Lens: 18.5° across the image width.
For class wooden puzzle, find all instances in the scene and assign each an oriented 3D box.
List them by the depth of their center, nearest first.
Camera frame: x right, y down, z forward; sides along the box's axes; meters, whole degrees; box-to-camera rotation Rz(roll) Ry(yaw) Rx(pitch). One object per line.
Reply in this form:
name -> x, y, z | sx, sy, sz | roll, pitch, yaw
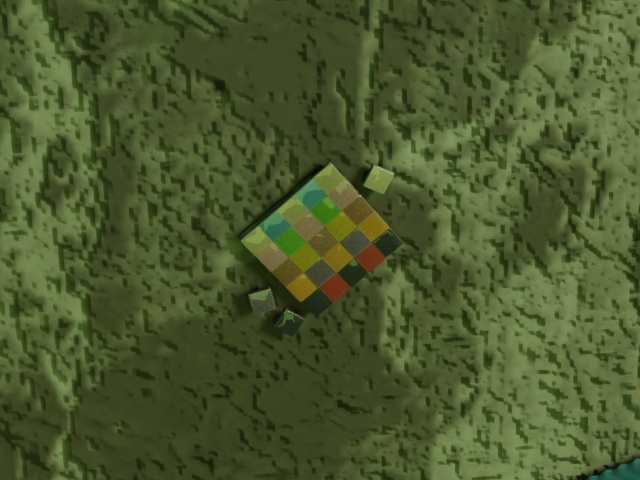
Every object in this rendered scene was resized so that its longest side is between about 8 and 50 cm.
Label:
wooden puzzle -> 0.000, 0.000, 0.816 | 0.083, 0.006, 0.049 | -40, 114, 8

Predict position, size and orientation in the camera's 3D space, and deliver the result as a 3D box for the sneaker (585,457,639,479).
sneaker -> 0.208, 0.133, 0.876 | 0.228, 0.087, 0.092 | -17, 122, 4
